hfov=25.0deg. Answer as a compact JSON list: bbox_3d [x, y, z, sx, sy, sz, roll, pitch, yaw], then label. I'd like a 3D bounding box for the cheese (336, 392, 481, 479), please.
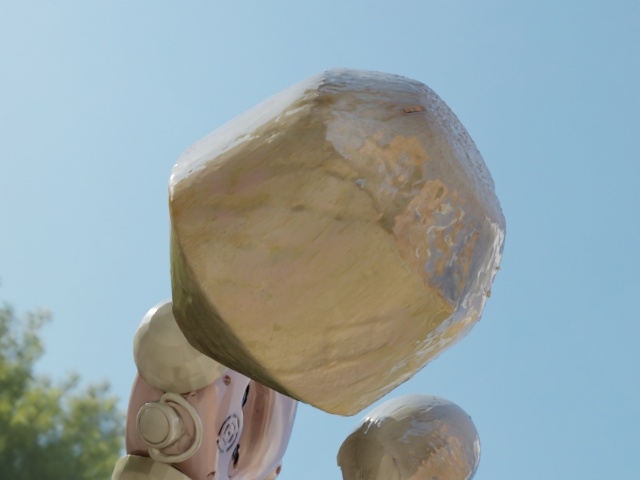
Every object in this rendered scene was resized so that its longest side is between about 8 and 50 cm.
[{"bbox_3d":[0.129,0.300,2.040,0.198,0.189,0.154,11,-59,68],"label":"cheese"}]

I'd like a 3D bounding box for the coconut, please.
[{"bbox_3d":[0.000,0.000,1.659,0.415,0.415,0.344,-16,-62,52],"label":"coconut"}]

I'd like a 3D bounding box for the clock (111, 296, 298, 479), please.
[{"bbox_3d":[-0.164,0.238,2.079,0.184,0.326,0.342,9,-83,25],"label":"clock"}]
